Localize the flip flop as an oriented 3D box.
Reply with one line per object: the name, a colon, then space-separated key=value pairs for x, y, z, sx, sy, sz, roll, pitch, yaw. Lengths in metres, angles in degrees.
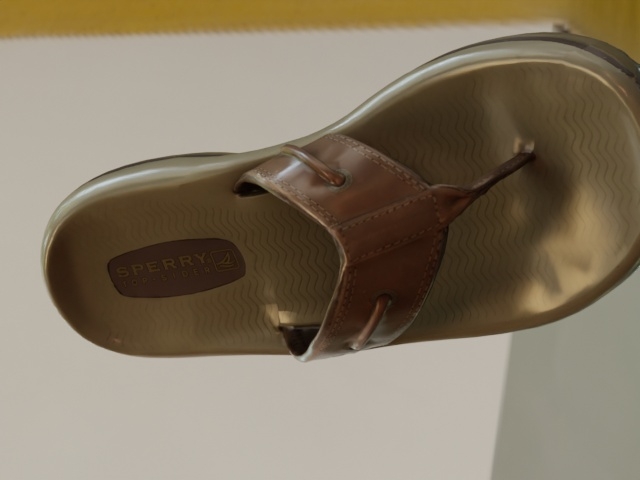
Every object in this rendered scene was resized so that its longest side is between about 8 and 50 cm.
flip flop: x=0.000 y=0.000 z=0.545 sx=0.277 sy=0.080 sz=0.112 roll=-10 pitch=-74 yaw=26
